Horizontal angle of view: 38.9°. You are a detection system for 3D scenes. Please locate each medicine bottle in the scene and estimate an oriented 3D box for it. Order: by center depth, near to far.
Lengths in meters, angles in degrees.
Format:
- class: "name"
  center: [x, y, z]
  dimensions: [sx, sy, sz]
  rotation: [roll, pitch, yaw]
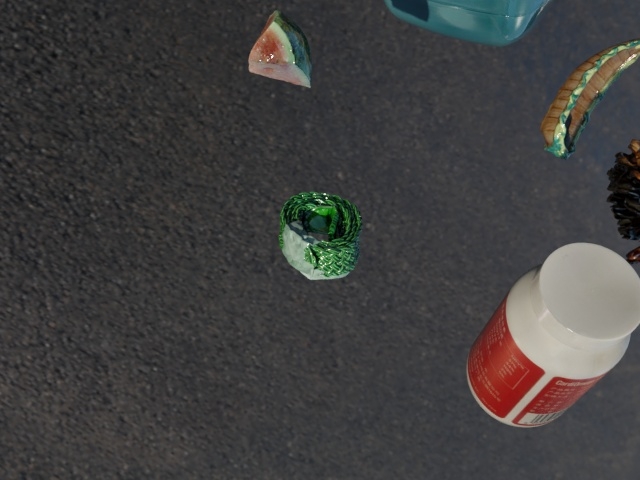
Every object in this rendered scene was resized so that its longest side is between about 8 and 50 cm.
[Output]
- class: "medicine bottle"
  center: [0.246, 0.107, 0.973]
  dimensions: [0.131, 0.131, 0.250]
  rotation: [-48, 166, -27]

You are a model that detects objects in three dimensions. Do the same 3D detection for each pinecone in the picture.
- class: "pinecone"
  center: [0.484, -0.049, 1.194]
  dimensions: [0.221, 0.221, 0.221]
  rotation: [-25, 124, -44]

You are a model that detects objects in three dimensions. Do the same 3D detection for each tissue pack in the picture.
- class: "tissue pack"
  center: [0.248, -0.439, 1.522]
  dimensions: [0.198, 0.287, 0.206]
  rotation: [-47, 146, -39]

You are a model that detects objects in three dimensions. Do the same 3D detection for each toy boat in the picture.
- class: "toy boat"
  center: [0.509, -0.281, 1.687]
  dimensions: [0.293, 0.099, 0.108]
  rotation: [-52, 143, -2]

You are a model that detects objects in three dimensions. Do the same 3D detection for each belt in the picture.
- class: "belt"
  center: [0.000, 0.000, 1.307]
  dimensions: [0.121, 0.151, 0.079]
  rotation: [1, 125, -9]

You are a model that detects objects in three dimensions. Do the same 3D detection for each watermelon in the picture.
- class: "watermelon"
  center: [-0.043, -0.211, 1.034]
  dimensions: [0.092, 0.072, 0.084]
  rotation: [59, 34, -19]
